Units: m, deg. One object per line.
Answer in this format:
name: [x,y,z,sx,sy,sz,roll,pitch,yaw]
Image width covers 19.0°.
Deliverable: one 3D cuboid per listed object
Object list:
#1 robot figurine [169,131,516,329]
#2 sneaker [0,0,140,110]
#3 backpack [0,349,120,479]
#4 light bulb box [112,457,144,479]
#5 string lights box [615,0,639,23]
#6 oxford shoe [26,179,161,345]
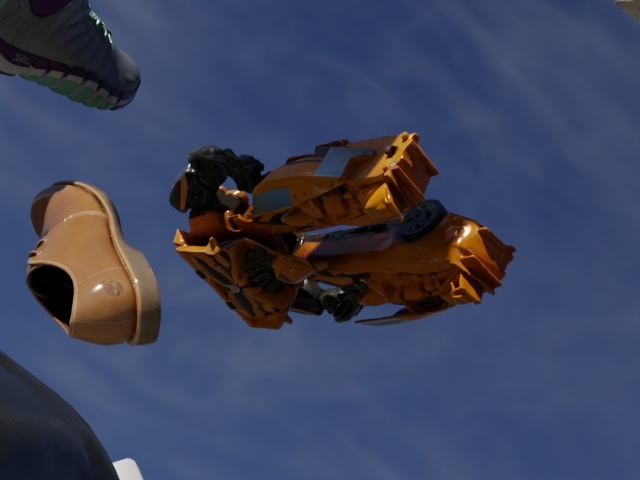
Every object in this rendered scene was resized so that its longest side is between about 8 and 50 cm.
robot figurine: [0.000,0.000,1.542,0.291,0.085,0.211,-12,-49,45]
sneaker: [-0.194,-0.168,1.512,0.083,0.098,0.223,44,15,24]
backpack: [-0.188,0.082,0.359,0.225,0.253,0.191,37,0,3]
light bulb box: [-0.239,0.331,0.984,0.358,0.361,0.225,105,-36,-54]
string lights box: [0.226,-0.090,0.731,0.133,0.077,0.259,-10,-22,32]
oxford shoe: [-0.184,0.011,1.394,0.212,0.076,0.076,-134,-134,-57]
